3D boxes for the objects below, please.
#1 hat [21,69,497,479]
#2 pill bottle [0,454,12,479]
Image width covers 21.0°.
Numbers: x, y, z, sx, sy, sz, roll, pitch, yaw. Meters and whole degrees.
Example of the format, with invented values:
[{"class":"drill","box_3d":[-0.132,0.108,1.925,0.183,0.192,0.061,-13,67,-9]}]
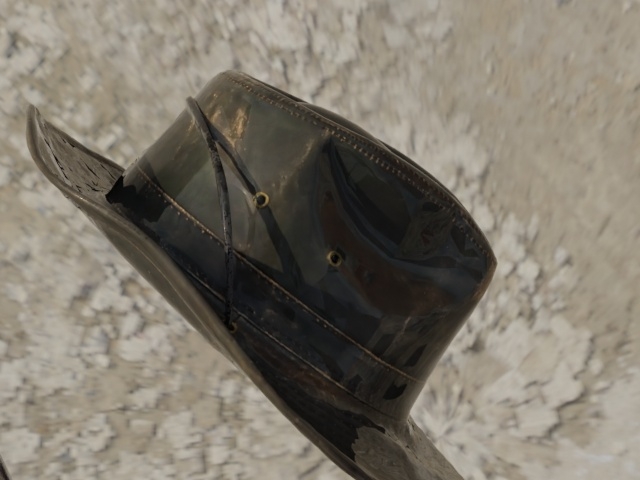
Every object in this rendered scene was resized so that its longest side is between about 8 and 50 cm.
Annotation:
[{"class":"hat","box_3d":[0.000,0.000,0.917,0.331,0.331,0.134,42,92,7]},{"class":"pill bottle","box_3d":[-0.113,0.101,0.412,0.108,0.108,0.193,-20,106,1]}]
